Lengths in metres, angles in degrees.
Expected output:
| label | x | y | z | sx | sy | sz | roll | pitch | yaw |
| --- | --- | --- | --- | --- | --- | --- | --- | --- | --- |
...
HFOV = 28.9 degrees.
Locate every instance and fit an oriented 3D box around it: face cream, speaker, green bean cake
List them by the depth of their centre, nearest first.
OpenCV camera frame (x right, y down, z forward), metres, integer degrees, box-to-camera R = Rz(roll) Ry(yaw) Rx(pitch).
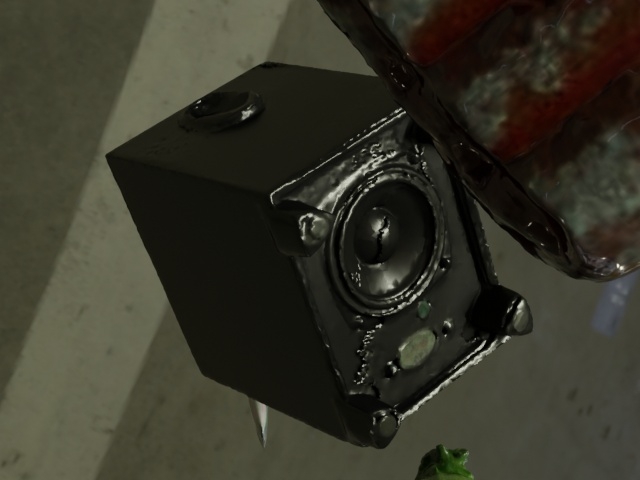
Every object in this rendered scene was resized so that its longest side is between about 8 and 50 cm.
| label | x | y | z | sx | sy | sz | roll | pitch | yaw |
| --- | --- | --- | --- | --- | --- | --- | --- | --- | --- |
| green bean cake | 0.058 | -0.094 | 0.458 | 0.097 | 0.232 | 0.198 | -38 | -178 | 12 |
| speaker | 0.000 | 0.000 | 0.968 | 0.184 | 0.254 | 0.232 | -35 | 120 | -28 |
| face cream | -0.061 | 0.151 | 1.212 | 0.020 | 0.115 | 0.038 | -7 | 135 | -6 |

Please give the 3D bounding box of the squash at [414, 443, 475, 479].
| label | x | y | z | sx | sy | sz | roll | pitch | yaw |
| --- | --- | --- | --- | --- | --- | --- | --- | --- | --- |
| squash | 0.120 | 0.332 | 0.978 | 0.107 | 0.107 | 0.395 | 70 | 13 | -46 |
